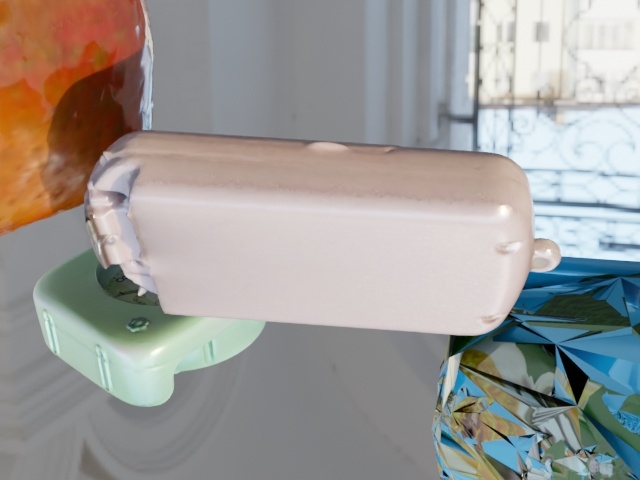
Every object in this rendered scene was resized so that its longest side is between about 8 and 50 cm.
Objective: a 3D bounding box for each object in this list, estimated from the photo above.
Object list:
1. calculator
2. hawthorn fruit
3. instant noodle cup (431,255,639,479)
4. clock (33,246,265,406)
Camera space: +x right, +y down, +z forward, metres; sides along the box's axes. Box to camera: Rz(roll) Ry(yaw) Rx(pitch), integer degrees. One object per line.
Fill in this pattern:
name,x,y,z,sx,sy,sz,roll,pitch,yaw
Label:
calculator,0.000,0.000,0.414,0.175,0.100,0.032,4,-121,4
hawthorn fruit,-0.158,-0.077,0.475,0.189,0.189,0.189,-1,-165,0
instant noodle cup,0.191,0.116,0.709,0.240,0.240,0.178,-14,-164,-42
clock,-0.067,0.027,0.572,0.135,0.041,0.101,-27,-144,-34
